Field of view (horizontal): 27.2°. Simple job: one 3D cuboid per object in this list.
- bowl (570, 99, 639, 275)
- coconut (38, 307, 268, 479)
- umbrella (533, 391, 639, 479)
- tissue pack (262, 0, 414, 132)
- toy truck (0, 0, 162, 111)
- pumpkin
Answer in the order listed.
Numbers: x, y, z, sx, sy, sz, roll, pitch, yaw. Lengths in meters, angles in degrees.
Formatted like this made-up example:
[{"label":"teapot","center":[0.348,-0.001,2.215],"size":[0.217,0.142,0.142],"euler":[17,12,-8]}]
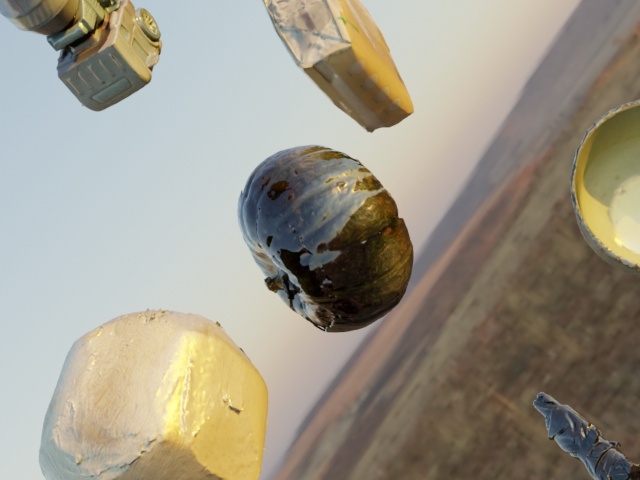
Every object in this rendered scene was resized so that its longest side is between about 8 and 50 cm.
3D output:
[{"label":"bowl","center":[0.383,-0.047,1.520],"size":[0.211,0.211,0.112],"euler":[-53,-11,-13]},{"label":"coconut","center":[-0.180,0.214,1.448],"size":[0.245,0.245,0.247],"euler":[121,158,-50]},{"label":"umbrella","center":[0.378,0.291,1.909],"size":[0.066,0.059,0.236],"euler":[-64,34,12]},{"label":"tissue pack","center":[0.019,-0.247,1.629],"size":[0.090,0.186,0.222],"euler":[-31,-29,15]},{"label":"toy truck","center":[-0.277,-0.249,1.394],"size":[0.108,0.256,0.140],"euler":[-27,34,17]},{"label":"pumpkin","center":[-0.002,0.001,1.533],"size":[0.159,0.238,0.238],"euler":[-37,-10,-23]}]
